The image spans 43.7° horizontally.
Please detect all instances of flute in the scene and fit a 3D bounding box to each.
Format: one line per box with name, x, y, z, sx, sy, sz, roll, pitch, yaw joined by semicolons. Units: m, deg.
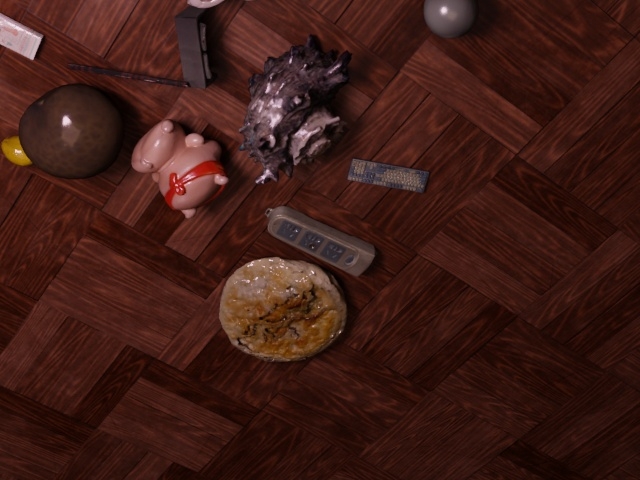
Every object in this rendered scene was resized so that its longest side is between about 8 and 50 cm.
flute;-0.385;-0.328;1.586;0.270;0.014;0.014;11;126;13

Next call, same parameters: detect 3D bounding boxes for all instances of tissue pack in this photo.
tissue pack;-0.607;-0.406;1.571;0.108;0.023;0.056;27;121;-18

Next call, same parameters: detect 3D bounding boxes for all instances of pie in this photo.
pie;-0.089;0.178;1.958;0.339;0.077;0.339;0;125;-1

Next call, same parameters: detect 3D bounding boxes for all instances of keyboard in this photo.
keyboard;0.150;-0.144;1.772;0.176;0.014;0.055;9;122;-8

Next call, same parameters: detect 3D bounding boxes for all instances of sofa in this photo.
sofa;-0.231;-0.379;1.552;0.060;0.085;0.147;7;126;16

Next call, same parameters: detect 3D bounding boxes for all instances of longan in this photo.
longan;-0.496;-0.220;1.609;0.198;0.198;0.212;33;115;-22

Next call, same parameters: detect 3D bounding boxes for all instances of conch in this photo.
conch;-0.039;-0.251;1.604;0.241;0.186;0.313;7;110;-38

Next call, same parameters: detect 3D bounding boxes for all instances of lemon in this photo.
lemon;-0.635;-0.189;1.702;0.092;0.065;0.065;27;121;-19

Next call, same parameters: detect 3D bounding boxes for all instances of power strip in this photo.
power strip;0.000;-0.002;1.852;0.286;0.048;0.080;26;120;-16

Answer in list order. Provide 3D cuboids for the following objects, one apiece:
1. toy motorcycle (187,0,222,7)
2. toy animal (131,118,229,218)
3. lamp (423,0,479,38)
toy motorcycle;-0.176;-0.536;1.432;0.223;0.107;0.341;34;120;-22
toy animal;-0.291;-0.156;1.679;0.171;0.171;0.198;-37;110;23
lamp;0.247;-0.435;1.512;0.105;0.105;0.105;0;125;0
